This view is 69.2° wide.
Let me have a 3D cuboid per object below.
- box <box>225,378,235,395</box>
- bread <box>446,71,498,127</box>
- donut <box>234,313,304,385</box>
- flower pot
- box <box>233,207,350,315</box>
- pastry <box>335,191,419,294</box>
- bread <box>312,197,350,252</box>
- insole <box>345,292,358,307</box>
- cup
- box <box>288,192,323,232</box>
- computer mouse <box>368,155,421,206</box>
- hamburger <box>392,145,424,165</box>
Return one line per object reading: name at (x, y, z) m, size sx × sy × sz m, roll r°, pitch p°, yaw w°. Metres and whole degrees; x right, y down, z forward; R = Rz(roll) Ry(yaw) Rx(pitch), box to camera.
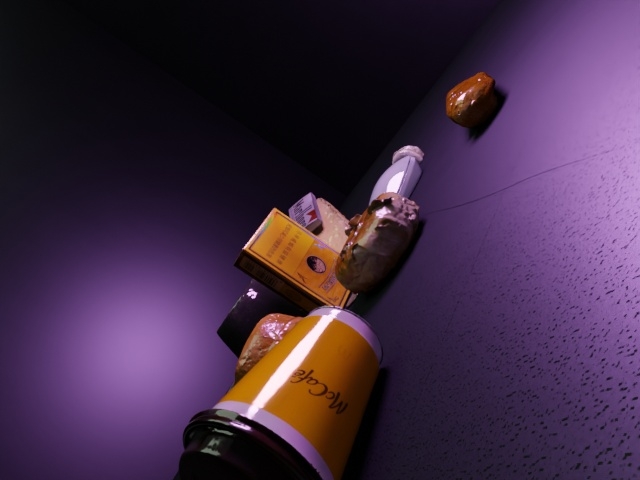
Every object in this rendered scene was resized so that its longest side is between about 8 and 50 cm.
box at (-0.239, 0.487, 1.631) m, size 0.250 × 0.103 × 0.180 m, roll -61°, pitch 5°, yaw -36°
bread at (0.367, -0.345, 1.134) m, size 0.124 × 0.084 × 0.344 m, roll -30°, pitch 13°, yaw 23°
donut at (-0.086, 0.262, 0.960) m, size 0.226 × 0.113 × 0.227 m, roll 12°, pitch -90°, yaw -69°
flower pot at (-0.161, 0.261, 1.447) m, size 0.379 × 0.251 × 0.379 m, roll -54°, pitch 4°, yaw 5°
box at (-0.055, 0.069, 1.259) m, size 0.084 × 0.301 × 0.193 m, roll -53°, pitch 5°, yaw 45°
pastry at (0.115, 0.001, 1.038) m, size 0.257 × 0.120 × 0.236 m, roll -55°, pitch 4°, yaw 27°
bread at (0.000, 0.000, 1.589) m, size 0.248 × 0.279 × 0.315 m, roll -49°, pitch -9°, yaw 1°
insole at (0.117, 0.083, 1.224) m, size 0.086 × 0.005 × 0.253 m, roll -54°, pitch 4°, yaw 43°
cup at (-0.029, 0.218, 0.588) m, size 0.280 × 0.196 × 0.196 m, roll -47°, pitch -5°, yaw -46°
box at (-0.057, -0.086, 1.651) m, size 0.115 × 0.036 × 0.178 m, roll -38°, pitch 34°, yaw 16°
computer mouse at (0.198, -0.131, 1.369) m, size 0.289 × 0.097 × 0.159 m, roll -57°, pitch 5°, yaw -22°
hamburger at (0.285, -0.269, 1.561) m, size 0.054 × 0.084 × 0.121 m, roll -60°, pitch 3°, yaw -34°
